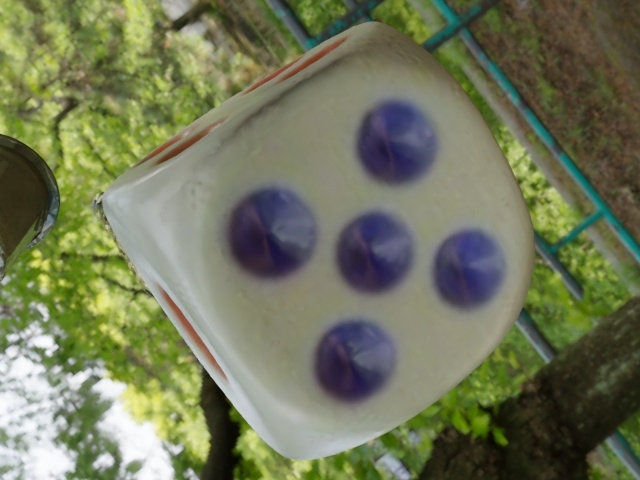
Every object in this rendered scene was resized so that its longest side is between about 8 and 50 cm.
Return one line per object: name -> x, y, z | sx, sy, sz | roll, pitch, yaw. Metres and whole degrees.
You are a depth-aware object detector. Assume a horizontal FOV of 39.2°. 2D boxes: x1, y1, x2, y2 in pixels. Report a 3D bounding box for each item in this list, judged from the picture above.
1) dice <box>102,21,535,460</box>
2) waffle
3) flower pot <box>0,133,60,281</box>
dice -> 0.000, 0.000, 0.851 | 0.304, 0.304, 0.277 | 57, 166, -14
waffle -> -0.340, 0.002, 1.613 | 0.204, 0.054, 0.223 | 56, 166, -3
flower pot -> -0.509, -0.024, 1.308 | 0.212, 0.212, 0.202 | 54, -163, -25
